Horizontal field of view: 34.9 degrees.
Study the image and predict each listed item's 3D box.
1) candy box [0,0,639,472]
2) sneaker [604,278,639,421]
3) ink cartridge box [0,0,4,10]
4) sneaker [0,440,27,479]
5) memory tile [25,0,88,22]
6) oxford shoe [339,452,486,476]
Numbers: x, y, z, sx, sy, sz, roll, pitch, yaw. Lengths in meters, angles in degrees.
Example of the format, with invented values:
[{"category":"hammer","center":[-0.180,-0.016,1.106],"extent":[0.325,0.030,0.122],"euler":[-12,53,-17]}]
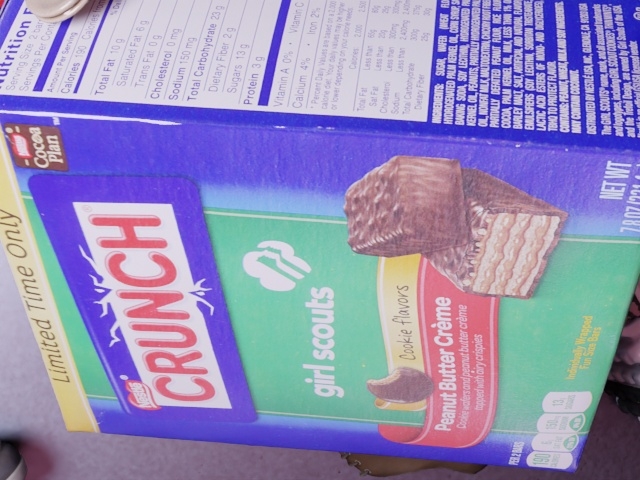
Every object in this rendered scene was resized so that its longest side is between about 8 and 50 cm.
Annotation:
[{"category":"candy box","center":[0.000,0.000,0.554],"extent":[0.317,0.122,0.268],"euler":[5,138,6]},{"category":"sneaker","center":[0.236,0.043,0.736],"extent":[0.118,0.110,0.292],"euler":[-43,106,-12]},{"category":"ink cartridge box","center":[-0.254,-0.165,0.540],"extent":[0.231,0.078,0.134],"euler":[-34,109,-44]},{"category":"sneaker","center":[-0.306,0.139,0.634],"extent":[0.222,0.083,0.118],"euler":[-15,101,-9]},{"category":"memory tile","center":[-0.128,-0.171,0.496],"extent":[0.113,0.148,0.012],"euler":[-51,145,-2]},{"category":"oxford shoe","center":[0.024,0.123,0.709],"extent":[0.227,0.083,0.096],"euler":[14,110,-8]}]
